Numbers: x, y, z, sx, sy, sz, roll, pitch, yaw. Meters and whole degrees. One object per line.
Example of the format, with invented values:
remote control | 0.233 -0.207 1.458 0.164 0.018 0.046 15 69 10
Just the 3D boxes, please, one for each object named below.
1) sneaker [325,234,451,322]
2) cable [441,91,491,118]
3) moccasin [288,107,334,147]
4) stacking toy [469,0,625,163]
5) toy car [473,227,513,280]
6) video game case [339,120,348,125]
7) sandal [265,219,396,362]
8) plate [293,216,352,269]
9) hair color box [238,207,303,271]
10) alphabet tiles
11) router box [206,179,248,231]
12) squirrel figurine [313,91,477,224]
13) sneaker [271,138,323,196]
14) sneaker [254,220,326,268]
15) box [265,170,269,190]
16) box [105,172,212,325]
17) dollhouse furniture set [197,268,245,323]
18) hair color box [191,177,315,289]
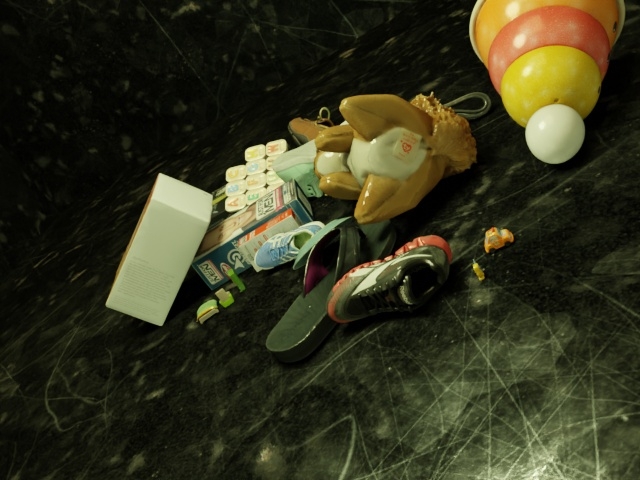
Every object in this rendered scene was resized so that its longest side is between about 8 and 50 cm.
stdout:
sneaker | 0.130 0.091 1.390 0.276 0.098 0.135 -28 22 12
cable | 0.312 -0.335 1.955 0.287 0.139 0.072 -27 -16 5
moccasin | 0.001 -0.336 2.333 0.147 0.139 0.380 -36 24 -6
stacking toy | 0.505 -0.351 1.597 0.350 0.350 0.480 -18 47 34
toy car | 0.322 0.017 1.350 0.060 0.040 0.122 -17 28 35
video game case | 0.122 -0.276 2.076 0.210 0.042 0.232 -37 45 -8
sandal | 0.027 0.068 1.560 0.167 0.107 0.446 -9 34 45
plate | 0.000 0.000 1.718 0.188 0.024 0.188 -41 -7 -7
hair color box | -0.123 -0.001 1.912 0.167 0.093 0.053 -30 23 9
alphabet tiles | -0.165 -0.187 2.225 0.277 0.021 0.284 -12 57 13
router box | -0.377 -0.069 2.398 0.308 0.081 0.243 -27 25 17
squirrel figurine | 0.169 -0.207 1.778 0.396 0.281 0.370 -17 3 -16
sneaker | -0.004 -0.203 2.062 0.255 0.151 0.094 -13 38 41
sneaker | -0.084 0.011 1.829 0.211 0.080 0.081 -29 -2 18
box | -0.157 -0.194 2.318 0.102 0.101 0.087 -40 24 -8
box | -0.445 0.023 2.012 0.345 0.168 0.215 -62 16 18
dollhouse furniture set | -0.273 0.144 1.878 0.151 0.059 0.076 -35 23 -1
hair color box | -0.190 -0.021 2.027 0.347 0.105 0.174 -32 23 9
